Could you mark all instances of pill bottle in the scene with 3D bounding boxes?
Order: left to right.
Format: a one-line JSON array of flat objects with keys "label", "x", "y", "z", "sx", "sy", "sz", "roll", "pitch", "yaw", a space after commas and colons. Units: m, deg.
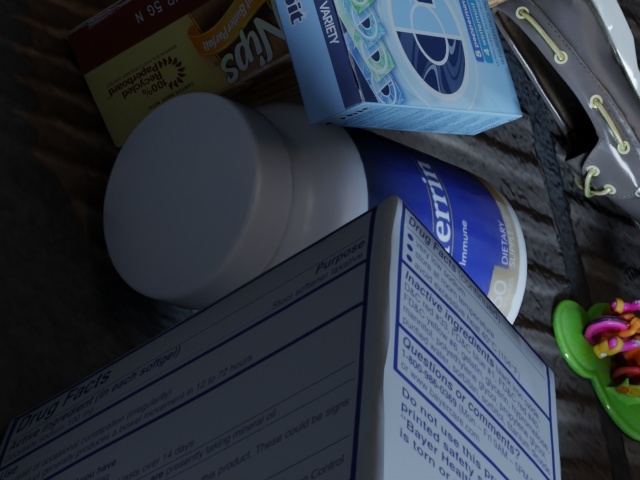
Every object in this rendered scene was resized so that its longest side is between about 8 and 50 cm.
[{"label": "pill bottle", "x": 0.000, "y": 0.000, "z": 1.107, "sx": 0.264, "sy": 0.153, "sz": 0.153, "roll": 17, "pitch": 54, "yaw": -48}]

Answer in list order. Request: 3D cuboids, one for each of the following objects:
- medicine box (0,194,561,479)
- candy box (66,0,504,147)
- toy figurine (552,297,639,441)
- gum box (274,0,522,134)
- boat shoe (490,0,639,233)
[{"label": "medicine box", "x": -0.032, "y": 0.165, "z": 0.808, "sx": 0.149, "sy": 0.263, "sz": 0.289, "roll": 47, "pitch": 28, "yaw": -26}, {"label": "candy box", "x": -0.001, "y": -0.158, "z": 1.187, "sx": 0.316, "sy": 0.183, "sz": 0.087, "roll": -25, "pitch": 91, "yaw": -58}, {"label": "toy figurine", "x": 0.309, "y": 0.077, "z": 1.486, "sx": 0.173, "sy": 0.159, "sz": 0.130, "roll": 34, "pitch": 42, "yaw": -37}, {"label": "gum box", "x": 0.038, "y": -0.142, "z": 1.024, "sx": 0.184, "sy": 0.041, "sz": 0.157, "roll": -3, "pitch": 75, "yaw": -57}, {"label": "boat shoe", "x": 0.263, "y": -0.098, "z": 1.603, "sx": 0.324, "sy": 0.097, "sz": 0.116, "roll": 63, "pitch": -9, "yaw": -7}]
